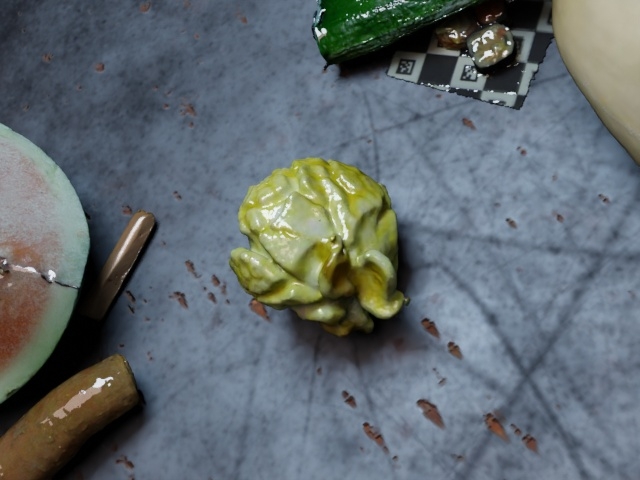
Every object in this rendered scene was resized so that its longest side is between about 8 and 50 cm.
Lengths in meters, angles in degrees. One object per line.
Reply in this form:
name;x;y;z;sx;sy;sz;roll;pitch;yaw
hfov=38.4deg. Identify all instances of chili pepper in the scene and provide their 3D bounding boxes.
chili pepper;0.100;-0.213;0.807;0.227;0.059;0.088;-8;65;31

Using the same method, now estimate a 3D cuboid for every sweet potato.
sweet potato;-0.323;0.223;0.802;0.385;0.109;0.109;-25;62;4

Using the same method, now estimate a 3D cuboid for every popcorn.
popcorn;0.000;0.000;0.742;0.135;0.141;0.162;-60;22;-6

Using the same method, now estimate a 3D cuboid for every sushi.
sushi;0.153;-0.226;0.829;0.139;0.031;0.201;20;78;28

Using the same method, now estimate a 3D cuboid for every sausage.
sausage;-0.192;0.022;0.873;0.026;0.026;0.116;22;78;28

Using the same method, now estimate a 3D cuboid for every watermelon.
watermelon;-0.326;0.040;0.846;0.256;0.176;0.260;34;117;42

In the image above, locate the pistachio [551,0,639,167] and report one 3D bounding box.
pistachio;0.288;-0.133;0.648;0.187;0.187;0.299;-35;65;6
